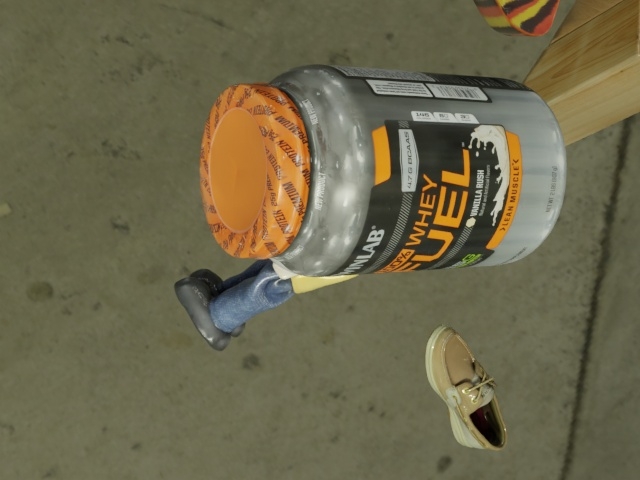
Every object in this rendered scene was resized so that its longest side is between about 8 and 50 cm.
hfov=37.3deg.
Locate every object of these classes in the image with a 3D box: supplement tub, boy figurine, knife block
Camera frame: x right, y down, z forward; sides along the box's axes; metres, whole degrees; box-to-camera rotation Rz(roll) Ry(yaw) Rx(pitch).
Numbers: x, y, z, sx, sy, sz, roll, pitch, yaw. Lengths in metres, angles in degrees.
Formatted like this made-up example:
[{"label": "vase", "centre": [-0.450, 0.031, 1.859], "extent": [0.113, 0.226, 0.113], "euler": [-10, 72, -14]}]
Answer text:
[{"label": "supplement tub", "centre": [0.036, -0.039, 0.540], "extent": [0.191, 0.117, 0.117], "euler": [-3, 116, -32]}, {"label": "boy figurine", "centre": [0.000, 0.000, 0.898], "extent": [0.285, 0.177, 0.092], "euler": [-34, 91, 16]}, {"label": "knife block", "centre": [0.364, -0.201, 1.105], "extent": [0.088, 0.242, 0.275], "euler": [26, 105, -26]}]

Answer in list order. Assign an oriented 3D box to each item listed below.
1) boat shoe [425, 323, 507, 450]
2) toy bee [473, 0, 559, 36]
[{"label": "boat shoe", "centre": [0.130, 0.128, 0.815], "extent": [0.050, 0.045, 0.135], "euler": [-46, 127, -28]}, {"label": "toy bee", "centre": [0.204, -0.361, 0.927], "extent": [0.162, 0.195, 0.298], "euler": [25, 72, -19]}]
